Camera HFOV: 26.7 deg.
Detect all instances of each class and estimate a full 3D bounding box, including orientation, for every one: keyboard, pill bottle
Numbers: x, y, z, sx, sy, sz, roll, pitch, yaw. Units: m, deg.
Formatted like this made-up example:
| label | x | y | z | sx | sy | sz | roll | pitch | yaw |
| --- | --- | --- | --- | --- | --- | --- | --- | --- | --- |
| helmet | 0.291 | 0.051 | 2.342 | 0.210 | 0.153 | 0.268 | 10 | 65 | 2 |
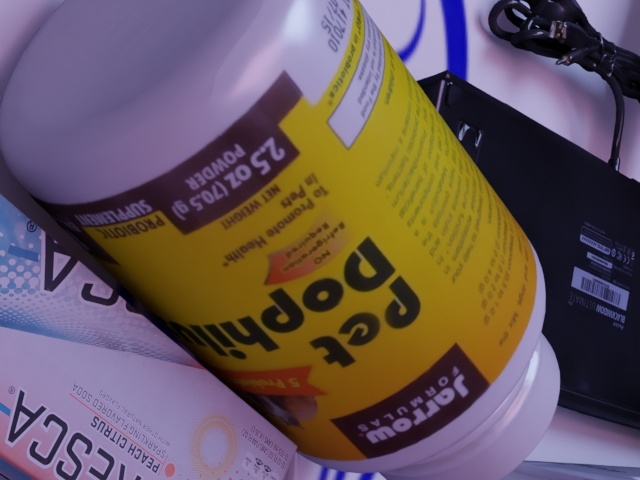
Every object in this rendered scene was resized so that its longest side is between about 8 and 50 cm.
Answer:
| label | x | y | z | sx | sy | sz | roll | pitch | yaw |
| --- | --- | --- | --- | --- | --- | --- | --- | --- | --- |
| keyboard | 0.138 | -0.014 | 0.686 | 0.317 | 0.033 | 0.202 | 22 | 76 | -47 |
| pill bottle | 0.000 | 0.000 | 0.462 | 0.215 | 0.117 | 0.117 | 49 | 56 | -36 |

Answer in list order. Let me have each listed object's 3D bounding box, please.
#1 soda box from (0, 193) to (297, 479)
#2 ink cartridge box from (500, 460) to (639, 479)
| label | x | y | z | sx | sy | sz | roll | pitch | yaw |
| --- | --- | --- | --- | --- | --- | --- | --- | --- | --- |
| soda box | -0.087 | 0.044 | 0.409 | 0.183 | 0.058 | 0.063 | 46 | 57 | -39 |
| ink cartridge box | 0.170 | 0.256 | 0.553 | 0.129 | 0.223 | 0.308 | 6 | 86 | -23 |
